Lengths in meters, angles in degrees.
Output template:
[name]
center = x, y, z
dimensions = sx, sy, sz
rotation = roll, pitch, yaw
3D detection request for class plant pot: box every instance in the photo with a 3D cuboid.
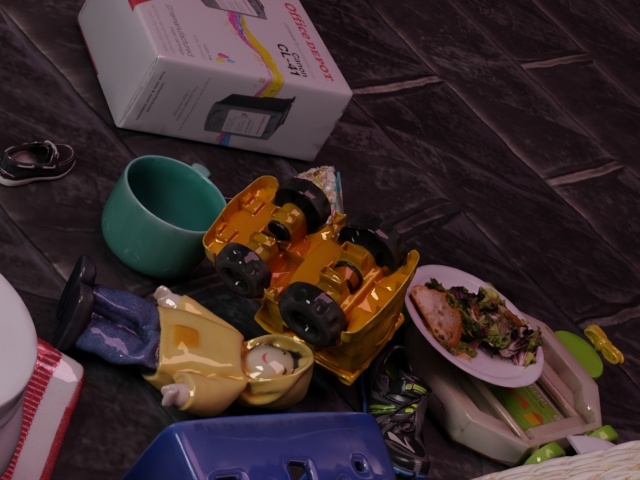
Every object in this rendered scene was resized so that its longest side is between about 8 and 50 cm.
[plant pot]
center = -0.057, 0.300, 1.371
dimensions = 0.236, 0.236, 0.212
rotation = 4, 48, -40

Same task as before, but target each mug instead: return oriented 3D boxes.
[mug]
center = -0.174, -0.020, 1.809
dimensions = 0.157, 0.097, 0.129
rotation = -4, 48, -46

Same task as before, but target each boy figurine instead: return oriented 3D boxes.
[boy figurine]
center = -0.138, 0.119, 1.666
dimensions = 0.285, 0.092, 0.177
rotation = 21, 31, -16

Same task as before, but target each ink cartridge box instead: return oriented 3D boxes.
[ink cartridge box]
center = -0.142, -0.241, 2.103
dimensions = 0.306, 0.131, 0.226
rotation = 6, 41, -35

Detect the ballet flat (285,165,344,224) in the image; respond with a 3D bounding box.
[ballet flat]
center = 0.000, 0.000, 1.973
dimensions = 0.077, 0.091, 0.241
rotation = -5, 40, -4

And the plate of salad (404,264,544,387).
[plate of salad]
center = 0.190, 0.095, 1.904
dimensions = 0.200, 0.048, 0.200
rotation = 24, 32, -16

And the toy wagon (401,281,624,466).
[toy wagon]
center = 0.255, 0.170, 1.975
dimensions = 0.344, 0.068, 0.267
rotation = -6, 50, -47

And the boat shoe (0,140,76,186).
[boat shoe]
center = -0.325, -0.096, 1.829
dimensions = 0.046, 0.038, 0.125
rotation = 47, 34, 19

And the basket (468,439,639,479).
[basket]
center = 0.289, 0.357, 1.374
dimensions = 0.266, 0.331, 0.328
rotation = -57, 131, -73

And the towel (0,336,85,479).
[towel]
center = -0.384, 0.119, 1.471
dimensions = 0.329, 0.037, 0.237
rotation = 31, 32, -13

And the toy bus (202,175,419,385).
[toy bus]
center = -0.011, 0.060, 1.784
dimensions = 0.220, 0.211, 0.149
rotation = 30, 59, 20

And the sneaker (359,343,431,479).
[sneaker]
center = 0.088, 0.190, 1.783
dimensions = 0.067, 0.078, 0.188
rotation = 19, 36, -23

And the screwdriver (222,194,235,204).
[screwdriver]
center = -0.080, -0.043, 1.998
dimensions = 0.170, 0.024, 0.025
rotation = 4, 13, -42

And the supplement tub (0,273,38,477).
[supplement tub]
center = -0.361, 0.161, 1.192
dimensions = 0.228, 0.316, 0.228
rotation = 24, 34, -17

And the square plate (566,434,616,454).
[square plate]
center = 0.459, 0.370, 1.754
dimensions = 0.347, 0.049, 0.344
rotation = 35, 13, -32
